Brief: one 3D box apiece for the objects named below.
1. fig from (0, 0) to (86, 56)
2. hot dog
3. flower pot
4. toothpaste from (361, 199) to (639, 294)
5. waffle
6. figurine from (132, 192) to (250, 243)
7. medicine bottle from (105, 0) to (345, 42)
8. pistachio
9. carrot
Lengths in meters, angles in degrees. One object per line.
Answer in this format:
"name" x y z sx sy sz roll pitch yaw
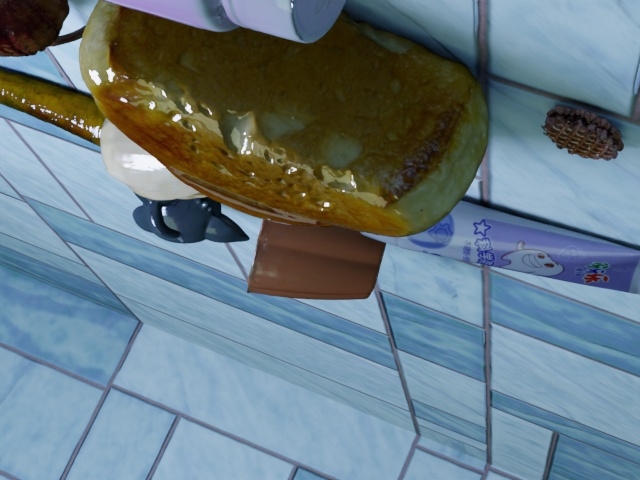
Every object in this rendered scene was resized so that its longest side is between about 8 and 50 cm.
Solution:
"fig" -0.356 -0.263 1.347 0.146 0.133 0.201 31 174 12
"hot dog" -0.039 -0.133 1.172 0.405 0.185 0.223 24 162 1
"flower pot" 0.000 0.000 1.569 0.173 0.190 0.190 13 163 0
"toothpaste" 0.234 -0.001 1.421 0.371 0.080 0.125 13 158 12
"waffle" 0.258 -0.103 1.118 0.075 0.029 0.083 14 164 41
"figurine" -0.210 -0.060 1.732 0.193 0.140 0.265 5 -176 6
"medicine bottle" -0.106 -0.257 0.953 0.255 0.152 0.152 19 162 17
"pistachio" -0.183 -0.127 1.495 0.230 0.157 0.157 9 158 29
"carrot" -0.422 -0.213 1.704 0.314 0.066 0.066 23 164 19
